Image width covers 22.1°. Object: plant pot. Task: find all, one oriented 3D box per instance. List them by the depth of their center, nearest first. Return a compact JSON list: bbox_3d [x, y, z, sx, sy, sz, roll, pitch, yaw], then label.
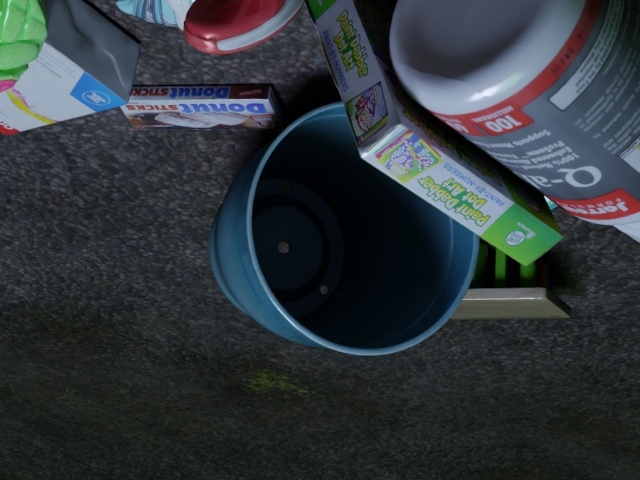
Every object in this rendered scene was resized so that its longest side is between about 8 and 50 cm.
[{"bbox_3d":[0.000,0.000,1.844,0.271,0.271,0.255,18,166,-20],"label":"plant pot"}]

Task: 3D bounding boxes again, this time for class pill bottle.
[{"bbox_3d":[0.250,-0.139,1.516,0.210,0.210,0.363,-15,146,40],"label":"pill bottle"}]

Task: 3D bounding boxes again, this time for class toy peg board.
[{"bbox_3d":[0.227,0.050,2.096,0.161,0.079,0.160,-1,169,20],"label":"toy peg board"}]

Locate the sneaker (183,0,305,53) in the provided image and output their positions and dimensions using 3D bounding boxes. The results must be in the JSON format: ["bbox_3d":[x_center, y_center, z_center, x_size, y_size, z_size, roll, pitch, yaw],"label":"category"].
[{"bbox_3d":[-0.039,-0.264,1.398,0.087,0.221,0.128,34,155,31],"label":"sneaker"}]

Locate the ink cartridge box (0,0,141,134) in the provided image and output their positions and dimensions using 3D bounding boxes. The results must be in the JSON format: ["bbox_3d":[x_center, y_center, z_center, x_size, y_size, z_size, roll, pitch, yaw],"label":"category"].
[{"bbox_3d":[-0.324,-0.185,1.742,0.231,0.078,0.134,-11,149,35],"label":"ink cartridge box"}]

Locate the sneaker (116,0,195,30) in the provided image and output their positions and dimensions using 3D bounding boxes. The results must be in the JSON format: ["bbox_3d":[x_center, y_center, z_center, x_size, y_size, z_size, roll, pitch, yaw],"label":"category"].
[{"bbox_3d":[-0.162,-0.285,1.422,0.122,0.110,0.283,6,143,16],"label":"sneaker"}]

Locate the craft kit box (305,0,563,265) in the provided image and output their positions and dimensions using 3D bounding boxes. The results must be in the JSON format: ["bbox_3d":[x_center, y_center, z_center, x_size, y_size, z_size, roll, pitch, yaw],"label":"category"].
[{"bbox_3d":[0.105,-0.121,1.563,0.061,0.246,0.250,-38,135,24],"label":"craft kit box"}]

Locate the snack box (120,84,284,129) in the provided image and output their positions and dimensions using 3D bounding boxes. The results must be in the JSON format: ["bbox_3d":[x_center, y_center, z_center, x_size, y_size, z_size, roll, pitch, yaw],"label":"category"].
[{"bbox_3d":[-0.134,-0.148,1.827,0.178,0.022,0.064,1,152,15],"label":"snack box"}]

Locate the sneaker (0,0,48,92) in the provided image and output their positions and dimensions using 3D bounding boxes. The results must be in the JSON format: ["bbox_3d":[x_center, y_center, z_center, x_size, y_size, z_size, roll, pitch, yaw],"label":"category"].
[{"bbox_3d":[-0.437,-0.286,1.444,0.185,0.202,0.483,-42,131,19],"label":"sneaker"}]

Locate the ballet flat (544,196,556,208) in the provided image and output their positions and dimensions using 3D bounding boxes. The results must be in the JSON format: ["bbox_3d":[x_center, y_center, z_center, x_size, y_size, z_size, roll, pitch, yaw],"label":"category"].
[{"bbox_3d":[0.193,-0.061,1.852,0.087,0.083,0.247,40,140,-25],"label":"ballet flat"}]
